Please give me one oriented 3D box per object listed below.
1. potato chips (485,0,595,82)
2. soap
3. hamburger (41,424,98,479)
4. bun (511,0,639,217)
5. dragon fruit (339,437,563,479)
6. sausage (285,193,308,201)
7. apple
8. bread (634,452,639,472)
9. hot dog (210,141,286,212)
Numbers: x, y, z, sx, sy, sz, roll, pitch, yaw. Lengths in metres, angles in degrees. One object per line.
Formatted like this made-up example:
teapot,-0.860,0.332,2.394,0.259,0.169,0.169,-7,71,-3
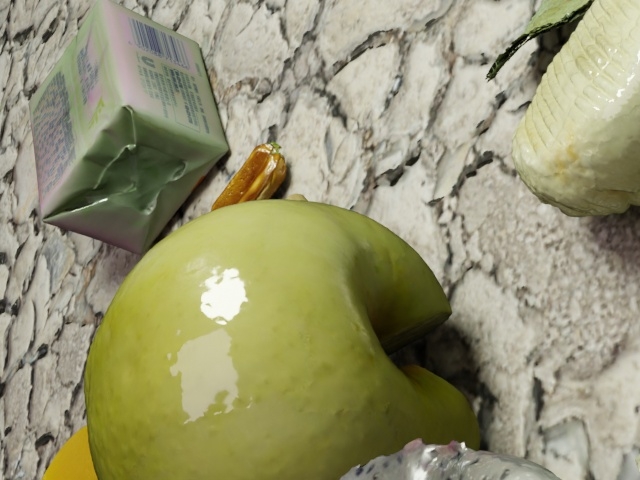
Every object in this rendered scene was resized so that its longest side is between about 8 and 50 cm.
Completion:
potato chips,0.195,-0.192,0.949,0.209,0.026,0.142,-45,10,11
soap,-0.215,-0.122,1.401,0.182,0.138,0.199,-47,42,28
hamburger,-0.145,0.286,1.112,0.227,0.151,0.295,-53,36,23
bun,0.210,-0.092,0.855,0.188,0.111,0.164,-58,18,17
dragon fruit,0.110,0.250,0.734,0.283,0.221,0.204,-30,32,46
sausage,0.000,0.000,1.155,0.024,0.024,0.132,-57,38,19
apple,-0.029,0.115,0.942,0.254,0.292,0.292,-27,52,24
bread,0.242,0.165,0.754,0.068,0.028,0.153,-52,37,27
hot dog,-0.068,-0.047,1.264,0.122,0.037,0.049,-49,52,36
